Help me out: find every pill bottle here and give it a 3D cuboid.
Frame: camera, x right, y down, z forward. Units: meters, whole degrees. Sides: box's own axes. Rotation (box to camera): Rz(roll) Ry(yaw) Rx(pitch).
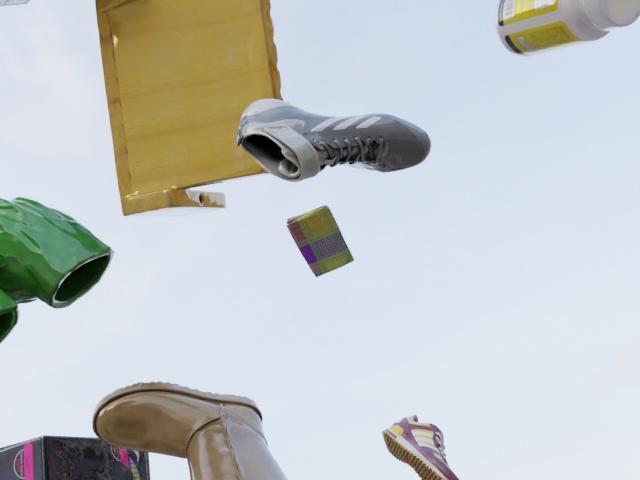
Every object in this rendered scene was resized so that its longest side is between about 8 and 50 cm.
[{"bbox_3d":[0.376,-0.355,1.182,0.119,0.119,0.208,13,-3,-28],"label":"pill bottle"}]

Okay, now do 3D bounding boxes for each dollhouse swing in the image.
[{"bbox_3d":[-0.168,-0.230,1.245,0.304,0.347,0.315,-8,-1,16],"label":"dollhouse swing"}]

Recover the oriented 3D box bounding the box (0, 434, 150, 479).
[{"bbox_3d":[-0.425,0.429,1.322,0.143,0.165,0.270,-18,-21,21],"label":"box"}]

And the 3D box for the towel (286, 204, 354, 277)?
[{"bbox_3d":[0.000,0.000,0.958,0.060,0.009,0.083,-23,-74,17],"label":"towel"}]

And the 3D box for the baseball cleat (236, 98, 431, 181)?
[{"bbox_3d":[0.015,-0.091,0.805,0.205,0.109,0.072,7,-51,-1],"label":"baseball cleat"}]

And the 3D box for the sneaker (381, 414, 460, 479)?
[{"bbox_3d":[0.183,0.347,1.277,0.083,0.185,0.070,-29,-56,-22],"label":"sneaker"}]

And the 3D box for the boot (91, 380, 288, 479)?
[{"bbox_3d":[-0.146,0.267,0.913,0.236,0.269,0.089,2,-72,-17],"label":"boot"}]

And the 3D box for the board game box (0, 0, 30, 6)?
[{"bbox_3d":[-0.480,-0.502,1.211,0.291,0.232,0.141,-28,-81,25],"label":"board game box"}]

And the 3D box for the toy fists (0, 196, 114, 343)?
[{"bbox_3d":[-0.354,0.037,0.809,0.142,0.279,0.096,36,-56,9],"label":"toy fists"}]
